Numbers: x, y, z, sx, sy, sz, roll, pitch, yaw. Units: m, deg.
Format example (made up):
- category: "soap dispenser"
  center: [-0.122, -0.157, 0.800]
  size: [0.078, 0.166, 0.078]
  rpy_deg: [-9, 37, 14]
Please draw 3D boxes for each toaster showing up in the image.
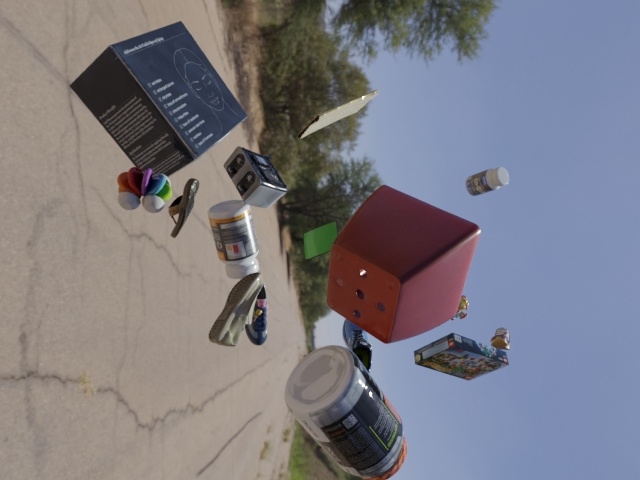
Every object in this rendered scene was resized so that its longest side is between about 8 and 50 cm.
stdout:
- category: "toaster"
  center: [-0.210, -0.207, 1.536]
  size: [0.185, 0.110, 0.168]
  rpy_deg: [7, 47, -60]

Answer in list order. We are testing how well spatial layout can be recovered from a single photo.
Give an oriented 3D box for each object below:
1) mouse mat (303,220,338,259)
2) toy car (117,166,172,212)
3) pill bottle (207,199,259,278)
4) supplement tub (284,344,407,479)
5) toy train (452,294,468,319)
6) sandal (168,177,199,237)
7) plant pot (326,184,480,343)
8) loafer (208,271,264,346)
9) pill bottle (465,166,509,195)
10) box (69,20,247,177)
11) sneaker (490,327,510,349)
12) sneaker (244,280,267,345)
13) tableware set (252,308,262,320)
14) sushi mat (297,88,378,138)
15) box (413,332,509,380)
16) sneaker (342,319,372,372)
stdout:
- category: "mouse mat"
  center: [0.000, 0.000, 2.154]
  size: [0.007, 0.189, 0.153]
  rpy_deg: [36, 41, -47]
- category: "toy car"
  center: [-0.604, -0.189, 1.593]
  size: [0.136, 0.181, 0.159]
  rpy_deg: [105, -10, -48]
- category: "pill bottle"
  center: [-0.326, -0.004, 1.786]
  size: [0.162, 0.161, 0.279]
  rpy_deg: [-100, -179, -67]
- category: "supplement tub"
  center: [0.071, 0.415, 1.095]
  size: [0.316, 0.193, 0.194]
  rpy_deg: [56, 11, -25]
- category: "toy train"
  center: [0.439, 0.242, 1.519]
  size: [0.125, 0.046, 0.166]
  rpy_deg: [-50, 168, 17]
- category: "sandal"
  center: [-0.398, -0.096, 1.316]
  size: [0.219, 0.060, 0.090]
  rpy_deg: [122, -11, -46]
- category: "plant pot"
  center: [0.158, 0.069, 1.051]
  size: [0.267, 0.235, 0.268]
  rpy_deg: [30, -49, 33]
- category: "loafer"
  center: [-0.258, 0.224, 1.498]
  size: [0.101, 0.092, 0.269]
  rpy_deg: [-1, -129, 52]
- category: "pill bottle"
  center: [0.590, -0.210, 1.647]
  size: [0.137, 0.078, 0.078]
  rpy_deg: [-19, -108, 57]
- category: "box"
  center: [-0.622, -0.561, 1.887]
  size: [0.472, 0.297, 0.480]
  rpy_deg: [56, 33, -20]
- category: "sneaker"
  center: [0.720, 0.386, 1.865]
  size: [0.185, 0.069, 0.084]
  rpy_deg: [42, 49, -57]
- category: "sneaker"
  center: [-0.298, 0.330, 2.187]
  size: [0.131, 0.112, 0.320]
  rpy_deg: [-30, -113, 56]
- category: "tableware set"
  center: [-0.310, 0.261, 1.913]
  size: [0.024, 0.154, 0.104]
  rpy_deg: [-50, 175, -43]
- category: "sushi mat"
  center: [0.063, -0.443, 1.629]
  size: [0.019, 0.316, 0.151]
  rpy_deg: [58, -34, -3]
- category: "box"
  center: [0.418, 0.350, 1.384]
  size: [0.159, 0.232, 0.044]
  rpy_deg: [-42, -144, 42]
- category: "sneaker"
  center: [0.183, 0.473, 2.118]
  size: [0.147, 0.129, 0.330]
  rpy_deg: [111, -24, -53]
